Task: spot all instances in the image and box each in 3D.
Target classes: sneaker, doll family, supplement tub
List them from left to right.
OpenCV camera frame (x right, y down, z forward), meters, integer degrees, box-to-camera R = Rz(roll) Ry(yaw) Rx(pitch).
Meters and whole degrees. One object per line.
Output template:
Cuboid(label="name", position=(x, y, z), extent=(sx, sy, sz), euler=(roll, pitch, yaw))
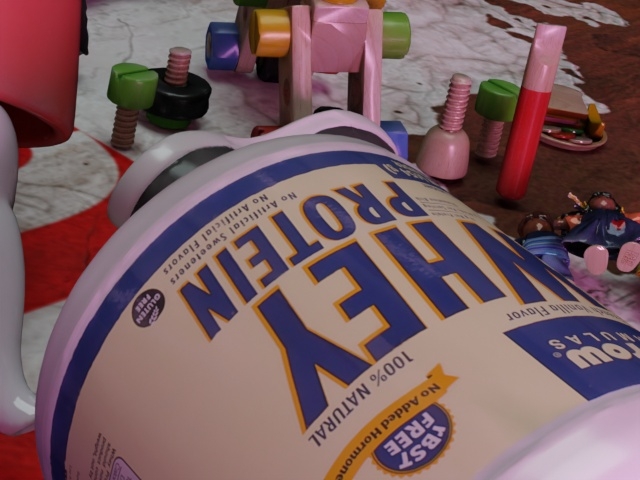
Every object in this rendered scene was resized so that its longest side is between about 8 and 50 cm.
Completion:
Cuboid(label="sneaker", position=(0.000, 0.000, 1.137), extent=(0.147, 0.104, 0.296), euler=(45, 24, 18))
Cuboid(label="supplement tub", position=(0.051, 0.122, 0.743), extent=(0.235, 0.235, 0.325), euler=(-8, 33, -37))
Cuboid(label="doll family", position=(0.211, 0.005, 1.240), extent=(0.193, 0.076, 0.111), euler=(9, 31, -3))

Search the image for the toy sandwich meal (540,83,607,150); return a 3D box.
Cuboid(label="toy sandwich meal", position=(0.207, -0.105, 1.502), extent=(0.086, 0.029, 0.085), euler=(11, 26, -5))

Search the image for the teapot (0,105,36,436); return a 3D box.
Cuboid(label="teapot", position=(-0.287, -0.001, 0.906), extent=(0.252, 0.187, 0.256), euler=(17, -8, -39))

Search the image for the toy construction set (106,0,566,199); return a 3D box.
Cuboid(label="toy construction set", position=(0.033, -0.181, 1.331), extent=(0.309, 0.237, 0.257), euler=(15, 26, 6))

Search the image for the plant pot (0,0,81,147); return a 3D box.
Cuboid(label="plant pot", position=(-0.251, -0.202, 1.003), extent=(0.275, 0.243, 0.275), euler=(11, -6, 1))

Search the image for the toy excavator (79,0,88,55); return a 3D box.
Cuboid(label="toy excavator", position=(-0.424, -0.195, 1.230), extent=(0.445, 0.222, 0.433), euler=(4, 23, 10))
